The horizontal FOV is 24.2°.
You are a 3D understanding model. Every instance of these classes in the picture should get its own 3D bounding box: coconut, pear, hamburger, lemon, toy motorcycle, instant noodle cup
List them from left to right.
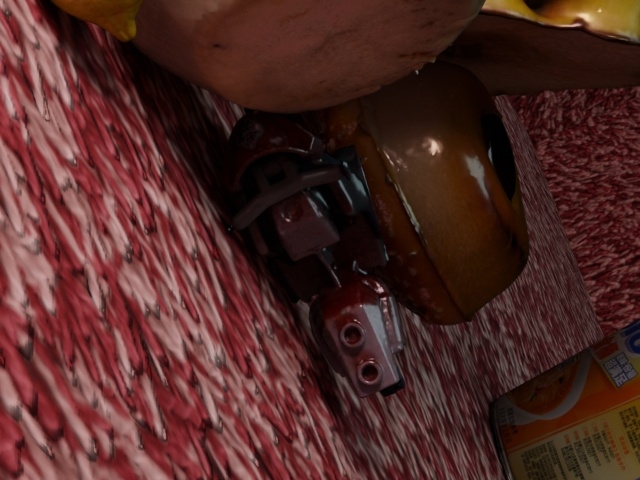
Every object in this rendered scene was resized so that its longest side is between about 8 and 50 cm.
[{"bbox_3d":[-0.116,-0.145,0.763,0.065,0.065,0.092,-38,110,-77],"label":"lemon"},{"bbox_3d":[-0.017,-0.217,0.879,0.245,0.245,0.247,42,28,-61],"label":"coconut"},{"bbox_3d":[0.001,0.000,0.925,0.213,0.082,0.122,65,11,3],"label":"toy motorcycle"},{"bbox_3d":[0.083,-0.039,1.204,0.237,0.147,0.236,-18,90,-73],"label":"hamburger"},{"bbox_3d":[0.127,-0.237,1.203,0.386,0.340,0.191,180,-82,-73],"label":"pear"},{"bbox_3d":[0.313,0.226,1.486,0.296,0.214,0.296,59,14,-24],"label":"instant noodle cup"}]

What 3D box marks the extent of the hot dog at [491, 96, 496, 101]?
[{"bbox_3d":[0.121,-0.311,1.872,0.348,0.158,0.117,62,-6,2],"label":"hot dog"}]
